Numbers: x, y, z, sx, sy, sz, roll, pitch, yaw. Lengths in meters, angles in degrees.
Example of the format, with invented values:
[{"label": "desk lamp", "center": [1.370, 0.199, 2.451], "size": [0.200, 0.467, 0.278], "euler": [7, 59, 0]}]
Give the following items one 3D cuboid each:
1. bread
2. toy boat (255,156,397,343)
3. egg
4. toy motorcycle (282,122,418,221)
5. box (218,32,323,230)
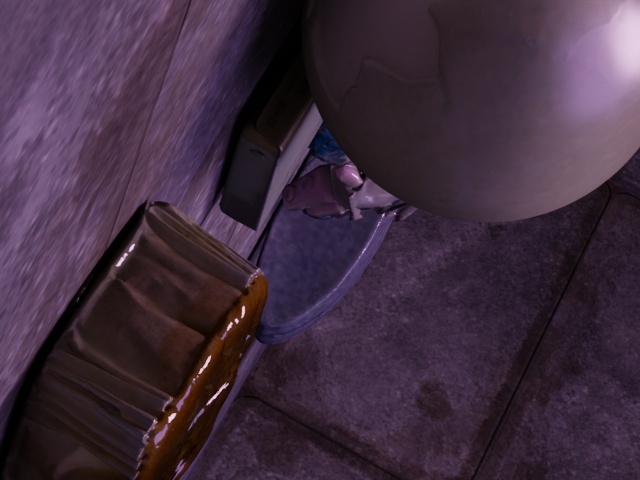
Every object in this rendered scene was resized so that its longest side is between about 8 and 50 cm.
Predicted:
[{"label": "bread", "center": [-0.121, 0.099, 1.320], "size": [0.192, 0.110, 0.210], "euler": [-57, 176, -40]}, {"label": "toy boat", "center": [0.000, 0.000, 2.386], "size": [0.283, 0.127, 0.078], "euler": [-58, 176, -6]}, {"label": "egg", "center": [0.123, -0.158, 1.427], "size": [0.278, 0.278, 0.336], "euler": [-60, 173, -12]}, {"label": "toy motorcycle", "center": [0.033, -0.092, 2.193], "size": [0.239, 0.108, 0.204], "euler": [-40, 144, 28]}, {"label": "box", "center": [0.002, -0.152, 1.656], "size": [0.270, 0.045, 0.211], "euler": [-60, 178, -20]}]
